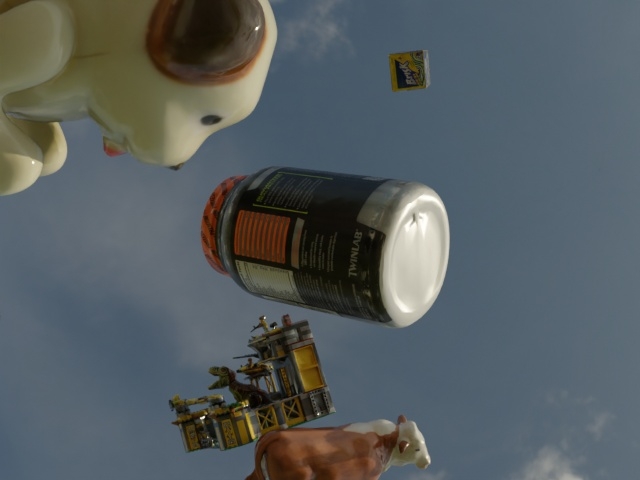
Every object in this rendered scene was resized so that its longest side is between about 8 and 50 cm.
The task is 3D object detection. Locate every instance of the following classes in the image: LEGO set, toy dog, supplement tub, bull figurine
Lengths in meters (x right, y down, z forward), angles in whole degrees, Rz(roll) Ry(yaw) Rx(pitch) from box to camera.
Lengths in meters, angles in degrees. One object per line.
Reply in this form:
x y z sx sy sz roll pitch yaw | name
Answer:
-0.135 0.242 1.464 0.254 0.331 0.192 -15 -98 -19 | LEGO set
-0.240 -0.228 0.796 0.407 0.284 0.395 27 -95 -7 | toy dog
0.000 0.000 1.242 0.338 0.207 0.207 11 -82 35 | supplement tub
0.023 0.361 1.335 0.101 0.310 0.188 45 -59 56 | bull figurine

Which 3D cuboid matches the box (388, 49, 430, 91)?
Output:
0.143 -0.269 1.331 0.054 0.169 0.059 -5 -78 10 | box
